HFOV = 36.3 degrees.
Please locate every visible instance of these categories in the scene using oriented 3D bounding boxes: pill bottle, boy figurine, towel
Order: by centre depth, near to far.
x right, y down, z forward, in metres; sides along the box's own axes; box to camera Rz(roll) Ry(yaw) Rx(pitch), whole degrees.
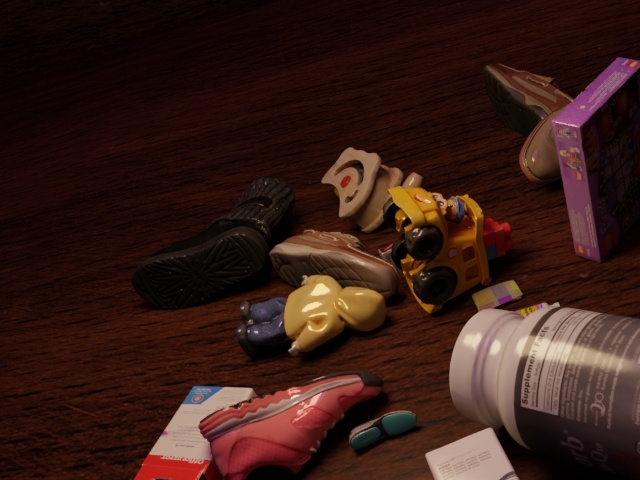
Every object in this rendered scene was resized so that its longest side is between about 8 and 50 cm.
[{"bbox_3d":[0.374,0.202,1.331,0.362,0.210,0.210,7,43,42],"label":"pill bottle"},{"bbox_3d":[0.358,0.129,1.613,0.083,0.043,0.043,-19,31,10],"label":"pill bottle"},{"bbox_3d":[0.311,0.099,1.724,0.083,0.009,0.060,-23,30,2],"label":"towel"},{"bbox_3d":[-0.013,0.132,1.814,0.285,0.092,0.177,-13,45,16],"label":"boy figurine"}]

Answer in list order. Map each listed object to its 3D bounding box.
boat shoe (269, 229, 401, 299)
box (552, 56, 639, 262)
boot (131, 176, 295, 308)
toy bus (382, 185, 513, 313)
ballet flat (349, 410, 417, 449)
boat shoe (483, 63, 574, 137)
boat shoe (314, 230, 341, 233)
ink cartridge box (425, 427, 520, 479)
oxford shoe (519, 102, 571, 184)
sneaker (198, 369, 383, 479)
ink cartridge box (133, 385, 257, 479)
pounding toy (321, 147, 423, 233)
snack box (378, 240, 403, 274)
[{"bbox_3d":[0.037,0.035,1.910,0.324,0.123,0.116,14,46,44],"label":"boat shoe"},{"bbox_3d":[0.496,-0.135,1.673,0.057,0.293,0.201,22,54,43],"label":"box"},{"bbox_3d":[-0.226,0.005,2.123,0.347,0.131,0.260,-18,27,22],"label":"boot"},{"bbox_3d":[0.236,-0.009,1.750,0.211,0.220,0.149,-20,34,-5],"label":"toy bus"},{"bbox_3d":[0.097,0.295,1.552,0.114,0.041,0.041,-23,31,2],"label":"ballet flat"},{"bbox_3d":[0.468,-0.302,2.134,0.119,0.123,0.324,-23,39,-7],"label":"boat shoe"},{"bbox_3d":[0.000,0.000,2.059,0.137,0.043,0.049,6,44,42],"label":"boat shoe"},{"bbox_3d":[0.229,0.376,1.204,0.100,0.172,0.237,-24,31,1],"label":"ink cartridge box"},{"bbox_3d":[0.536,-0.236,1.924,0.348,0.123,0.130,-38,1,-20],"label":"oxford shoe"},{"bbox_3d":[-0.036,0.304,1.584,0.313,0.136,0.116,-15,-9,-18],"label":"sneaker"},{"bbox_3d":[-0.200,0.353,1.630,0.134,0.078,0.231,-3,37,32],"label":"ink cartridge box"},{"bbox_3d":[0.119,-0.089,2.086,0.154,0.154,0.269,-60,27,-2],"label":"pounding toy"},{"bbox_3d":[0.203,0.006,1.887,0.178,0.064,0.022,-27,33,-4],"label":"snack box"}]
